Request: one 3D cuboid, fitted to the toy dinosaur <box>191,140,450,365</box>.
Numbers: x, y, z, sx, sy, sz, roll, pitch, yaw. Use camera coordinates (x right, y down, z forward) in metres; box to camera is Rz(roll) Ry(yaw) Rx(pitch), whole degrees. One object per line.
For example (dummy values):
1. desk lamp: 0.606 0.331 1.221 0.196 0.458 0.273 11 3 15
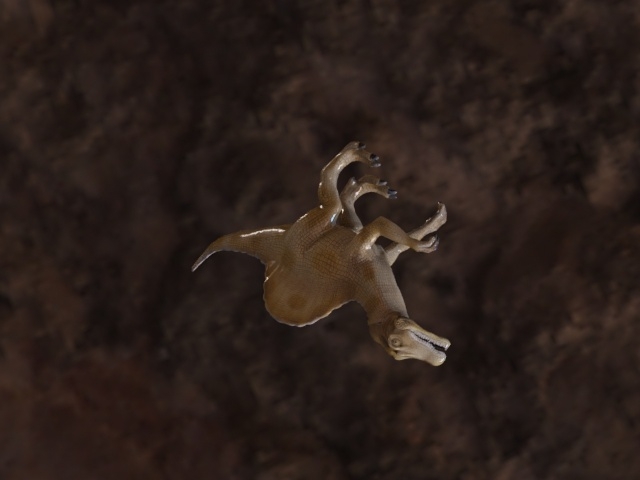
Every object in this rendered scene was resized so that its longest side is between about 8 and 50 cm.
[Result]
1. toy dinosaur: 0.000 0.000 0.937 0.183 0.092 0.053 24 -17 45
